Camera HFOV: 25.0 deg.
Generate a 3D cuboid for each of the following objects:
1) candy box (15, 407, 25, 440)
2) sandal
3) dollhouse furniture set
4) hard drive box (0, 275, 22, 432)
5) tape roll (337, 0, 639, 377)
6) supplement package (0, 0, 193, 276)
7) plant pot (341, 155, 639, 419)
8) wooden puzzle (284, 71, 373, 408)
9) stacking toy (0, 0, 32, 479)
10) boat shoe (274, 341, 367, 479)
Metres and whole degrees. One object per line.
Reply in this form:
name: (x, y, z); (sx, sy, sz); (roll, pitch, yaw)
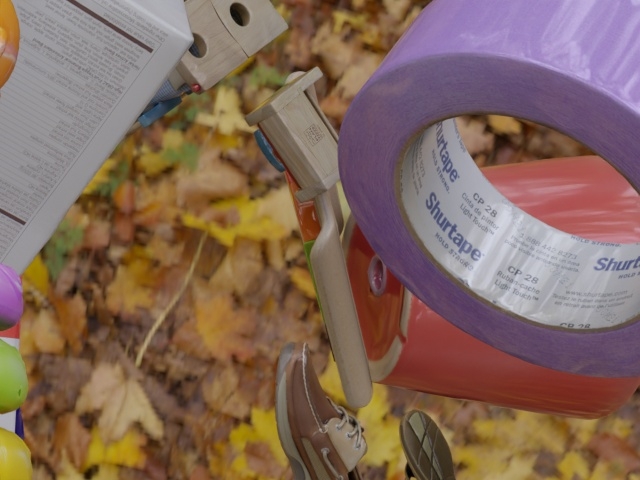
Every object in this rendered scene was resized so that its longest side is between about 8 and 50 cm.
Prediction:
candy box: (-0.514, 0.188, 1.487); (0.317, 0.122, 0.268); (20, 40, 18)
sandal: (0.129, 0.285, 1.681); (0.072, 0.049, 0.180); (-34, 102, -53)
dollhouse furniture set: (-0.083, -0.098, 1.165); (0.184, 0.129, 0.129); (56, 44, -10)
hard drive box: (-0.321, 0.060, 0.940); (0.232, 0.089, 0.181); (8, 72, -32)
tape roll: (0.151, -0.036, 0.935); (0.275, 0.275, 0.090); (31, 56, 7)
supplement package: (-0.199, -0.073, 0.794); (0.139, 0.244, 0.134); (32, 18, -24)
plant pot: (0.161, 0.042, 1.420); (0.243, 0.275, 0.275); (3, 57, -19)
wooden puzzle: (0.000, 0.000, 1.305); (0.044, 0.221, 0.239); (-11, 44, 3)
stacking toy: (-0.159, 0.044, 0.502); (0.166, 0.175, 0.302); (22, 76, -45)
boat shoe: (0.009, 0.283, 2.058); (0.116, 0.324, 0.123); (-8, 28, 9)
